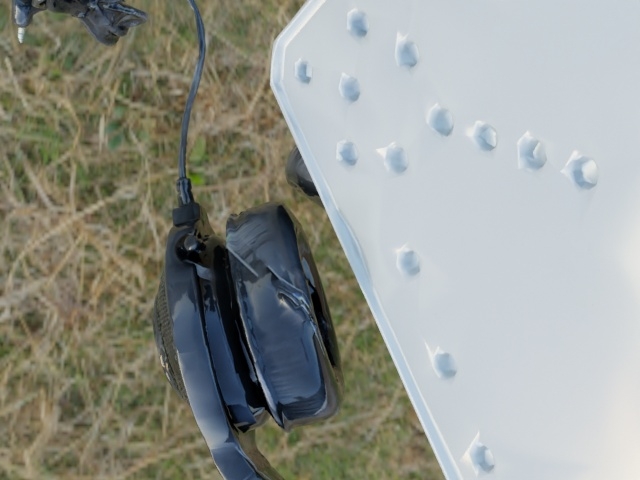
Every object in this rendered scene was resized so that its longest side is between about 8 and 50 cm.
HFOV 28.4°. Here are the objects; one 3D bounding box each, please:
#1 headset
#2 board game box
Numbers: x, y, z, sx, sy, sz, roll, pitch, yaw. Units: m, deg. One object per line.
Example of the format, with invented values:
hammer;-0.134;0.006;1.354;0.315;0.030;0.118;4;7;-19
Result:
headset;0.000;0.000;0.661;0.243;0.185;0.394;-42;81;1
board game box;0.164;0.004;0.366;0.050;0.390;0.390;-12;161;-38
